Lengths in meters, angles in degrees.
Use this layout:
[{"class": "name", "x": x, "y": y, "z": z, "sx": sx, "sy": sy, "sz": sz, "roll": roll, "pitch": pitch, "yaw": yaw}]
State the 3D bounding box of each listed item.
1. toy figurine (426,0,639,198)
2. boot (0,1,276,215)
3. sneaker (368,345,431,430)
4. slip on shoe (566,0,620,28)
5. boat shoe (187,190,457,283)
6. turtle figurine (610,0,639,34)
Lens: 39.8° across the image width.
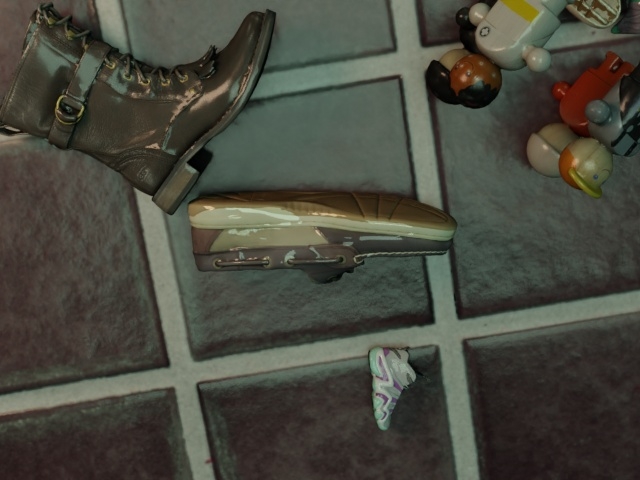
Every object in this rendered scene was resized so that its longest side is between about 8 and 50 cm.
[{"class": "toy figurine", "x": 0.216, "y": -0.150, "z": 0.860, "sx": 0.213, "sy": 0.209, "sz": 0.148, "roll": 37, "pitch": 104, "yaw": -8}, {"class": "boot", "x": -0.192, "y": -0.172, "z": 0.906, "sx": 0.229, "sy": 0.091, "sz": 0.263, "roll": 33, "pitch": 101, "yaw": -8}, {"class": "sneaker", "x": 0.092, "y": 0.168, "z": 1.008, "sx": 0.069, "sy": 0.038, "sz": 0.098, "roll": -5, "pitch": 102, "yaw": 1}, {"class": "slip on shoe", "x": 0.253, "y": -0.270, "z": 0.905, "sx": 0.135, "sy": 0.041, "sz": 0.051, "roll": 44, "pitch": 98, "yaw": 6}, {"class": "boat shoe", "x": 0.000, "y": 0.000, "z": 0.945, "sx": 0.285, "sy": 0.103, "sz": 0.092, "roll": 3, "pitch": 107, "yaw": 2}, {"class": "turtle figurine", "x": 0.334, "y": -0.333, "z": 0.876, "sx": 0.175, "sy": 0.118, "sz": 0.234, "roll": -11, "pitch": 112, "yaw": 12}]
